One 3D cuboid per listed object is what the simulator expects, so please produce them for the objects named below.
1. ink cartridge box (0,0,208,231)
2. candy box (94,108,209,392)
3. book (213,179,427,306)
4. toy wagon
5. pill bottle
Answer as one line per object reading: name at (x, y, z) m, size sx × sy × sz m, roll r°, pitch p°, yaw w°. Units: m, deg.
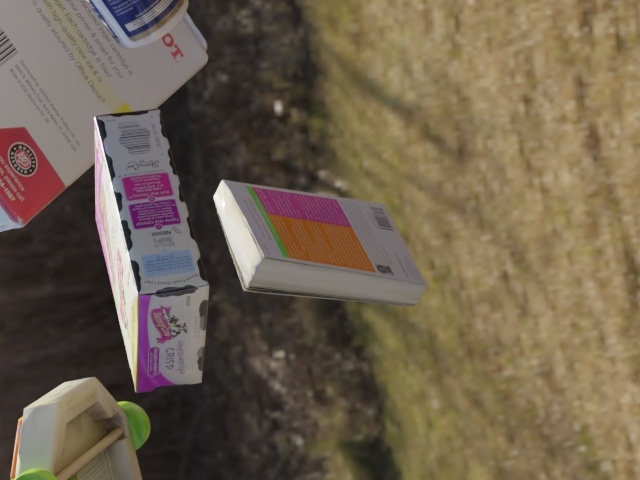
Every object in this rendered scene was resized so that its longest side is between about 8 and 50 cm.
ink cartridge box at (-0.368, -0.228, 2.082) m, size 0.160 × 0.385 × 0.279 m, roll -11°, pitch 118°, yaw 51°
candy box at (-0.170, 0.009, 1.599) m, size 0.159 × 0.071 × 0.233 m, roll 98°, pitch 158°, yaw -49°
book at (0.000, 0.000, 1.205) m, size 0.035 × 0.144 × 0.096 m, roll -60°, pitch 37°, yaw 33°
toy wagon at (-0.228, 0.322, 1.684) m, size 0.267 × 0.068 × 0.344 m, roll -35°, pitch -66°, yaw -73°
pill bottle at (-0.224, -0.299, 1.759) m, size 0.094 × 0.094 × 0.169 m, roll 28°, pitch 158°, yaw 55°
